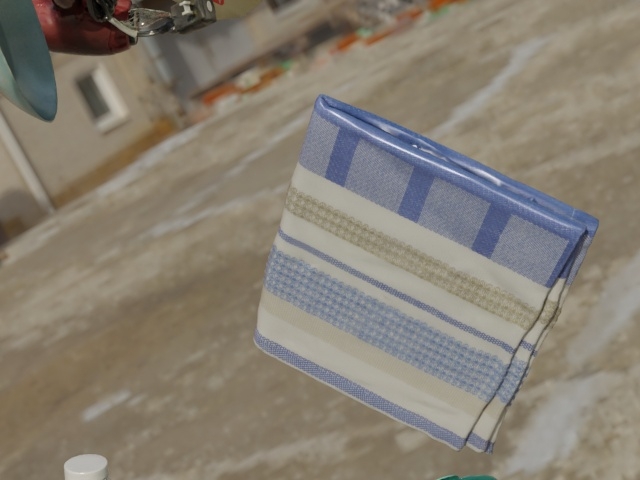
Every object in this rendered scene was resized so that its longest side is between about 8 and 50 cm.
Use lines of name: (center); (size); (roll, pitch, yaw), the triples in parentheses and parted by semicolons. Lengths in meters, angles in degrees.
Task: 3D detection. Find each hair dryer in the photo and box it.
hair dryer: (-0.283, -0.283, 1.725); (0.293, 0.223, 0.080); (-13, 62, 38)

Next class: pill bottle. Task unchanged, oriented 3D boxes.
pill bottle: (-0.253, 0.297, 1.655); (0.065, 0.116, 0.065); (-2, 18, 1)

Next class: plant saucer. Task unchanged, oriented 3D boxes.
plant saucer: (-0.304, -0.200, 1.438); (0.037, 0.195, 0.195); (-17, 13, 4)

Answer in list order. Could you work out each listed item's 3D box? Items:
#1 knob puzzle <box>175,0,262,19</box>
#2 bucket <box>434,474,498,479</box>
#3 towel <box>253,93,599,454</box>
knob puzzle: (-0.133, -0.354, 1.854); (0.213, 0.213, 0.030); (-15, 25, 45)
bucket: (0.106, 0.391, 1.599); (0.281, 0.281, 0.183); (-38, 7, -40)
towel: (0.063, 0.034, 1.075); (0.034, 0.209, 0.285); (-58, -10, -39)
